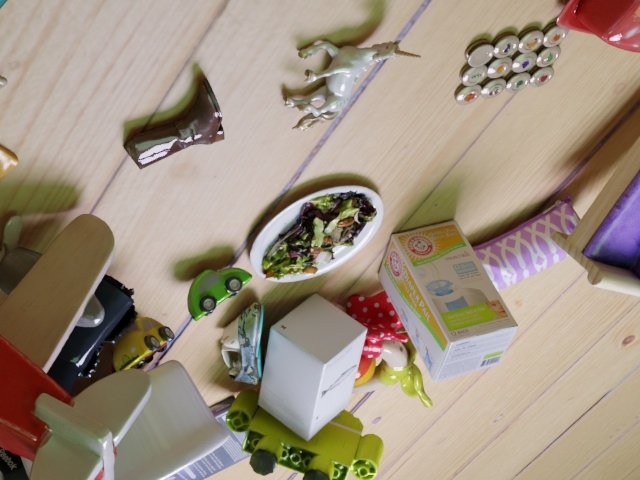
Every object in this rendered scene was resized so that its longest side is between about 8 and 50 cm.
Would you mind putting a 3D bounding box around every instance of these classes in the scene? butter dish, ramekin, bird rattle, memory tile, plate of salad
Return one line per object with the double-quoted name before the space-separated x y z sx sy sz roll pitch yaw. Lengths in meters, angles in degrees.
"butter dish" 0.401 -0.285 1.513 0.159 0.118 0.160 1 138 -40
"ramekin" -0.276 0.273 1.693 0.277 0.135 0.277 -26 178 -1
"bird rattle" 0.072 0.187 1.944 0.207 0.143 0.253 -22 149 22
"memory tile" 0.244 -0.224 1.580 0.148 0.012 0.113 -16 146 -19
"plate of salad" 0.000 0.000 1.684 0.199 0.048 0.200 -19 147 -13

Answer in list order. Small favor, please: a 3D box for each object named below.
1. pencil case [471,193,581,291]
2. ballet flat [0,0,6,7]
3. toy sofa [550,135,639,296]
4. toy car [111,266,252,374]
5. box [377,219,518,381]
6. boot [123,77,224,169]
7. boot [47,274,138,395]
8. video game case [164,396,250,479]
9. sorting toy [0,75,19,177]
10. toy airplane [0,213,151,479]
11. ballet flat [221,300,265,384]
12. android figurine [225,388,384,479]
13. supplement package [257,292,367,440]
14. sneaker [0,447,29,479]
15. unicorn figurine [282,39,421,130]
"pencil case" 0.314 0.010 1.909 0.206 0.086 0.088 -29 114 -3
"ballet flat" -0.332 -0.199 1.104 0.073 0.080 0.232 33 97 -9
"toy sofa" 0.513 -0.082 1.764 0.150 0.177 0.363 13 117 -45
"toy car" -0.192 0.099 1.643 0.225 0.053 0.239 -37 179 -13
"box" 0.180 0.085 1.796 0.114 0.203 0.103 -12 144 -21
"boot" -0.168 -0.128 1.387 0.114 0.037 0.106 -17 145 -8
"boot" -0.324 0.136 1.547 0.207 0.094 0.246 -58 -163 -17
"video game case" -0.237 0.363 2.049 0.274 0.026 0.196 -26 148 -2
"sorting toy" -0.423 -0.112 1.198 0.196 0.047 0.347 -42 146 21
"toy airplane" -0.378 0.156 1.321 0.386 0.384 0.272 -5 160 -30
"ballet flat" -0.114 0.153 1.811 0.070 0.070 0.188 -18 143 -16
"android figurine" -0.023 0.301 1.930 0.273 0.248 0.056 -54 164 -71
"supplement package" -0.014 0.189 1.842 0.105 0.105 0.179 -36 150 -38
"sneaker" -0.442 0.341 1.780 0.146 0.122 0.330 -52 154 15
"unicorn figurine" 0.024 -0.191 1.429 0.111 0.060 0.162 -9 160 -29
